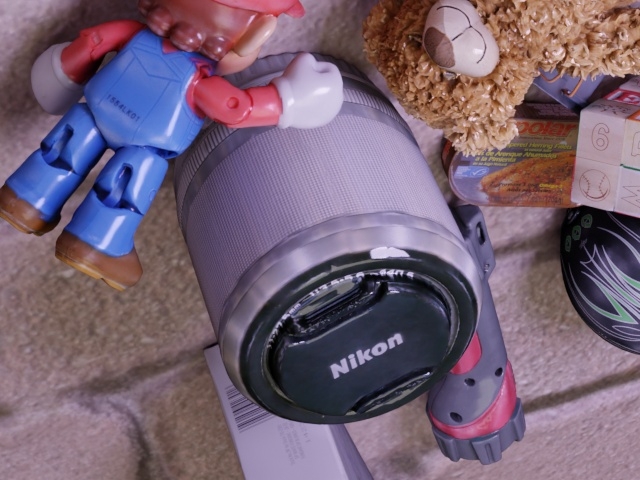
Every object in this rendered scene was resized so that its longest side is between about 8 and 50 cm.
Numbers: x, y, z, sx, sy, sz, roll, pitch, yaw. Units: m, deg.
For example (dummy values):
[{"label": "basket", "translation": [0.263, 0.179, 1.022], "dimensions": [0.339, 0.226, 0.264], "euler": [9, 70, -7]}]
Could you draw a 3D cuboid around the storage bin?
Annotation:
[{"label": "storage bin", "translation": [0.207, -0.179, 1.559], "dimensions": [0.135, 0.098, 0.091], "euler": [28, 107, -38]}]

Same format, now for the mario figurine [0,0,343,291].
[{"label": "mario figurine", "translation": [-0.111, -0.118, 1.436], "dimensions": [0.198, 0.170, 0.320], "euler": [35, 91, -21]}]

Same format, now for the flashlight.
[{"label": "flashlight", "translation": [0.132, 0.097, 1.791], "dimensions": [0.103, 0.103, 0.304], "euler": [6, 140, 26]}]

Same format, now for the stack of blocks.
[{"label": "stack of blocks", "translation": [0.389, -0.063, 1.556], "dimensions": [0.171, 0.297, 0.087], "euler": [-29, 129, -53]}]

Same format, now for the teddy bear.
[{"label": "teddy bear", "translation": [0.187, -0.223, 1.433], "dimensions": [0.338, 0.113, 0.245], "euler": [-25, 104, 3]}]

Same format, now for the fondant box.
[{"label": "fondant box", "translation": [0.006, 0.268, 1.801], "dimensions": [0.096, 0.238, 0.330], "euler": [-25, 136, 3]}]

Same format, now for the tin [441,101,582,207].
[{"label": "tin", "translation": [0.204, -0.082, 1.686], "dimensions": [0.190, 0.040, 0.106], "euler": [1, 135, -22]}]

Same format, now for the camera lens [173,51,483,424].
[{"label": "camera lens", "translation": [0.000, 0.000, 1.514], "dimensions": [0.219, 0.274, 0.219], "euler": [-11, 135, -11]}]

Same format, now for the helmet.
[{"label": "helmet", "translation": [0.320, 0.033, 1.749], "dimensions": [0.169, 0.161, 0.169], "euler": [-11, 135, -11]}]
